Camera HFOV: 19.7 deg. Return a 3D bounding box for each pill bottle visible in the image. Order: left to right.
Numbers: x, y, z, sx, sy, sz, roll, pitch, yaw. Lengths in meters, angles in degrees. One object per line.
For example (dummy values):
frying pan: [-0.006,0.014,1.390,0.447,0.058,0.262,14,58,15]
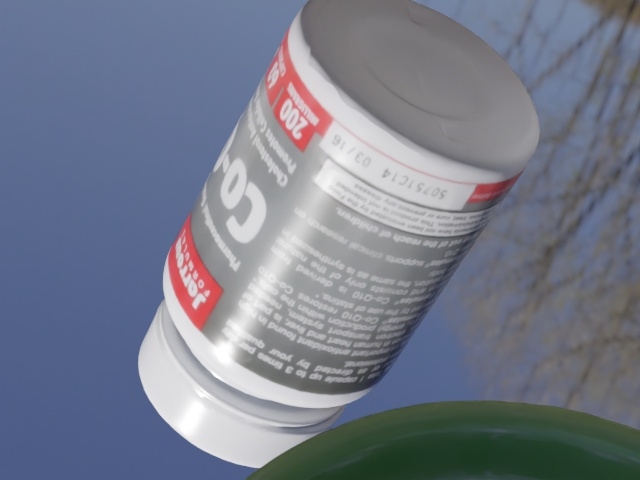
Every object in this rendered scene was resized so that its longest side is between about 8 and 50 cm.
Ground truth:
pill bottle: [0.000,0.000,1.140,0.161,0.283,0.161,21,-145,-15]

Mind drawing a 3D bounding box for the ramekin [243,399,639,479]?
ramekin: [0.068,0.226,0.701,0.303,0.148,0.303,5,-130,-6]
